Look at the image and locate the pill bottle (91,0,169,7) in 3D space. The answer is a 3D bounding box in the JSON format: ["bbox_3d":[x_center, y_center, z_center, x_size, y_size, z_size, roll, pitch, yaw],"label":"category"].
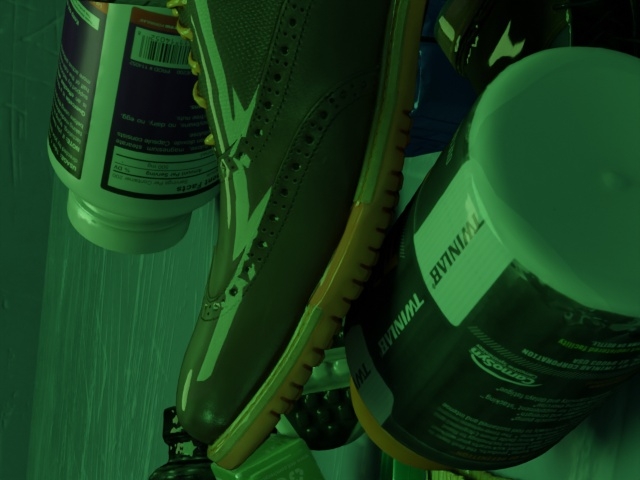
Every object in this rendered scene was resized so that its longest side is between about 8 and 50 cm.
[{"bbox_3d":[-0.121,-0.263,1.080,0.224,0.392,0.224,-178,90,-74],"label":"pill bottle"}]

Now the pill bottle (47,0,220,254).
[{"bbox_3d":[-0.159,-0.149,1.574,0.181,0.181,0.323,-106,25,-48],"label":"pill bottle"}]

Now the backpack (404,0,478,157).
[{"bbox_3d":[0.051,-0.117,1.000,0.101,0.098,0.120,-8,78,44],"label":"backpack"}]

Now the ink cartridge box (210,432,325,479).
[{"bbox_3d":[0.005,0.244,1.107,0.235,0.056,0.171,63,169,0],"label":"ink cartridge box"}]

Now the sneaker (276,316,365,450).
[{"bbox_3d":[0.000,0.000,1.176,0.118,0.110,0.292,14,-109,-80],"label":"sneaker"}]

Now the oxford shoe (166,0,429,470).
[{"bbox_3d":[-0.018,-0.075,0.785,0.130,0.133,0.363,-161,89,-84],"label":"oxford shoe"}]

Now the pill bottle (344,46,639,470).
[{"bbox_3d":[0.088,0.027,0.774,0.245,0.130,0.130,121,148,-58],"label":"pill bottle"}]

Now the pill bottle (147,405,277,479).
[{"bbox_3d":[-0.080,0.244,1.338,0.123,0.123,0.219,141,130,-69],"label":"pill bottle"}]

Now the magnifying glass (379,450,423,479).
[{"bbox_3d":[0.054,0.095,1.050,0.092,0.026,0.231,149,128,-87],"label":"magnifying glass"}]

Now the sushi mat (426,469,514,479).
[{"bbox_3d":[0.079,0.287,0.958,0.151,0.019,0.316,-175,88,-75],"label":"sushi mat"}]

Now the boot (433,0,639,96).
[{"bbox_3d":[0.133,-0.125,0.788,0.106,0.082,0.219,62,151,25],"label":"boot"}]
